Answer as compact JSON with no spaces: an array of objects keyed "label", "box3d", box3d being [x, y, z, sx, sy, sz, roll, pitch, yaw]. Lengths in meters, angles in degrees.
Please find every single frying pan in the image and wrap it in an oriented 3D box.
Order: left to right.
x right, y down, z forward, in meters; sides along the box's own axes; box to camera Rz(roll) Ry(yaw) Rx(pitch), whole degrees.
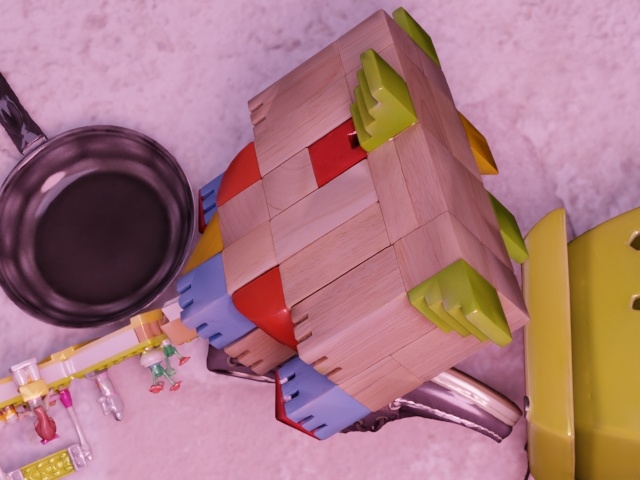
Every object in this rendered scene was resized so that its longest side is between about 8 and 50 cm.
[{"label":"frying pan","box3d":[-0.261,-0.040,1.309,0.326,0.053,0.197,28,78,18]}]

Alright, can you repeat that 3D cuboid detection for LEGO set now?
[{"label":"LEGO set","box3d":[-0.205,0.143,1.235,0.287,0.132,0.107,-22,86,-8]}]

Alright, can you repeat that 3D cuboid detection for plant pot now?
[{"label":"plant pot","box3d":[0.269,0.099,1.149,0.207,0.228,0.227,-2,65,8]}]

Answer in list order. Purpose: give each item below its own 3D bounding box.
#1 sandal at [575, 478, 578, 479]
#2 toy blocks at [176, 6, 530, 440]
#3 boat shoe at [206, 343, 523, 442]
[{"label":"sandal","box3d":[0.240,0.223,1.235,0.067,0.040,0.179,24,66,2]},{"label":"toy blocks","box3d":[0.000,0.000,1.126,0.261,0.191,0.381,-33,43,20]},{"label":"boat shoe","box3d":[0.033,0.125,1.235,0.285,0.103,0.092,21,85,11]}]
